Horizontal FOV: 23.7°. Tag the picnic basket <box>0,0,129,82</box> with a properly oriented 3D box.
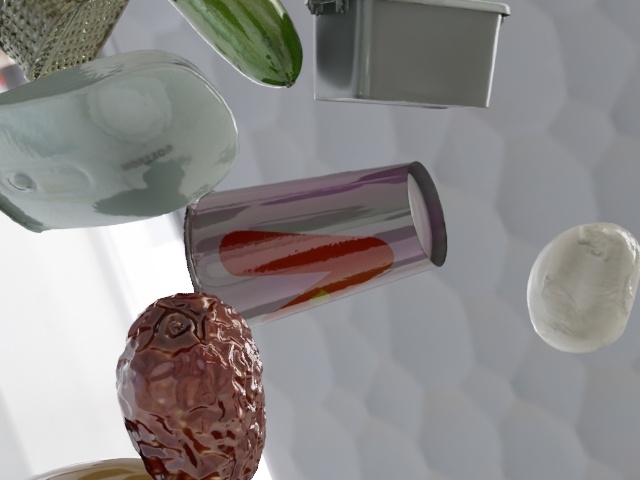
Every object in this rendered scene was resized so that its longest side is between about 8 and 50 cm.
[{"bbox_3d":[-0.363,-0.313,1.882,0.134,0.196,0.154,-51,167,30],"label":"picnic basket"}]

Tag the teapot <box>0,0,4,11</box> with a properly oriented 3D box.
[{"bbox_3d":[-0.455,-0.292,1.401,0.361,0.306,0.376,14,-140,31],"label":"teapot"}]

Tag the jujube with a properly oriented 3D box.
[{"bbox_3d":[-0.094,0.119,1.126,0.112,0.176,0.109,-31,-130,-23],"label":"jujube"}]

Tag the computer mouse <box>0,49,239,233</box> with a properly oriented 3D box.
[{"bbox_3d":[-0.171,-0.069,1.158,0.230,0.128,0.079,-18,-150,22],"label":"computer mouse"}]

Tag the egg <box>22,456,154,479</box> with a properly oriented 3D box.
[{"bbox_3d":[-0.169,0.336,1.316,0.373,0.301,0.301,14,-161,23],"label":"egg"}]

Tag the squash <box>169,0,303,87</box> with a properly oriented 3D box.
[{"bbox_3d":[-0.157,-0.338,1.863,0.107,0.395,0.107,-44,177,-3],"label":"squash"}]

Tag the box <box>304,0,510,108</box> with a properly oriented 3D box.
[{"bbox_3d":[0.103,-0.232,1.864,0.243,0.135,0.163,2,-176,-31],"label":"box"}]

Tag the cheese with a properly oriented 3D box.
[{"bbox_3d":[0.375,0.067,2.175,0.154,0.189,0.198,8,176,10],"label":"cheese"}]

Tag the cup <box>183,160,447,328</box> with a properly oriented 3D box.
[{"bbox_3d":[0.000,0.000,1.889,0.288,0.203,0.203,-14,-174,21],"label":"cup"}]
